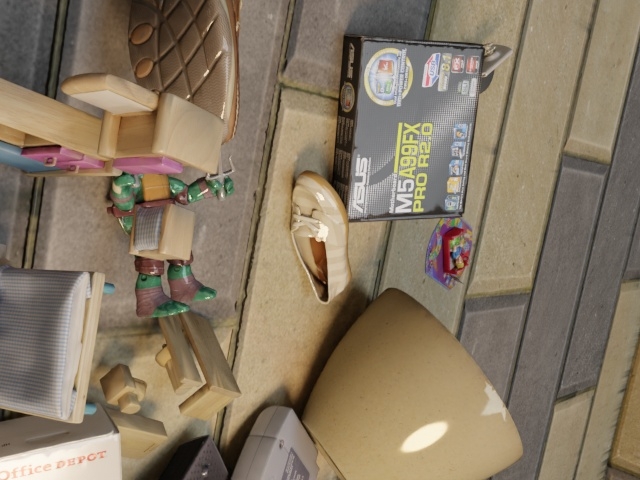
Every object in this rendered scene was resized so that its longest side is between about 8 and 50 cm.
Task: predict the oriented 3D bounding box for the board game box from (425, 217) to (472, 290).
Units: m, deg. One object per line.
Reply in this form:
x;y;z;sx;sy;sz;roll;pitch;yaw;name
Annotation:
0.261;0.023;1.525;0.168;0.033;0.133;34;76;-52;board game box

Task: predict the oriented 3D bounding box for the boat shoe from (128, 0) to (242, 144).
-0.124;-0.252;0.815;0.116;0.123;0.325;-10;93;-61;boat shoe

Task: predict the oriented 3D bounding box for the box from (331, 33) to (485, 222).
0.130;-0.166;1.201;0.216;0.060;0.270;-3;107;-27;box

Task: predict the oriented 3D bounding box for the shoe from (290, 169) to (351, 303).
0.000;0.000;1.148;0.058;0.076;0.219;-48;138;-37;shoe

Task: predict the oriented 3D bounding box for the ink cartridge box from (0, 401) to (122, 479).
-0.288;0.285;0.852;0.139;0.082;0.191;-6;108;-27;ink cartridge box

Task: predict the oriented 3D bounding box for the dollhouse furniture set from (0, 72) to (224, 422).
-0.266;0.024;0.645;0.198;0.286;0.304;18;78;-53;dollhouse furniture set

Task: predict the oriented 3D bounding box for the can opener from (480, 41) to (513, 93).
0.237;-0.260;1.353;0.280;0.074;0.093;-39;131;-36;can opener

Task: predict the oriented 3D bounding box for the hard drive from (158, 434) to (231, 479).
-0.166;0.403;1.068;0.172;0.054;0.255;-59;143;-50;hard drive

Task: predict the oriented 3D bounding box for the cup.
0.112;0.276;1.238;0.237;0.331;0.331;-36;133;-11;cup

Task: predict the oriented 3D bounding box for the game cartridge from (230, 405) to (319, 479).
-0.079;0.399;1.142;0.196;0.060;0.294;72;28;-47;game cartridge

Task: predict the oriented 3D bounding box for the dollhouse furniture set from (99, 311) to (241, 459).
-0.215;0.169;0.980;0.151;0.123;0.144;-40;144;13;dollhouse furniture set

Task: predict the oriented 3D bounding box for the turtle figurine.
-0.175;-0.041;0.877;0.175;0.118;0.234;-17;103;-51;turtle figurine
